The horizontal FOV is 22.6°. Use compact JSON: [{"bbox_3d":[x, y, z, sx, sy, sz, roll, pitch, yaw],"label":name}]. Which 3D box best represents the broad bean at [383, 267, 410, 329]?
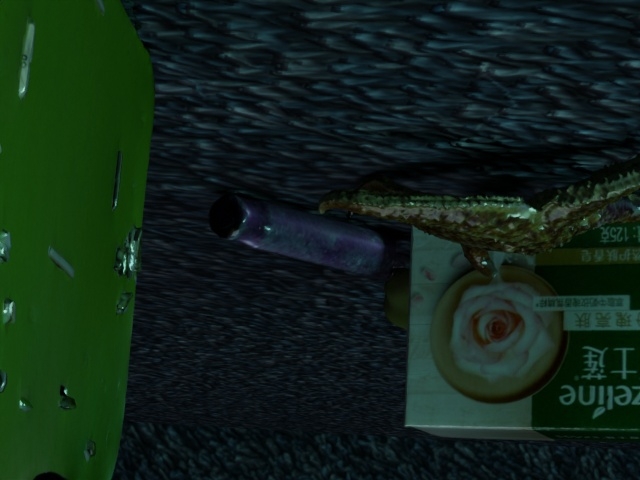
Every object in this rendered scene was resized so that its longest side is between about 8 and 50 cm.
[{"bbox_3d":[0.078,0.039,1.184,0.063,0.045,0.083,18,157,-13],"label":"broad bean"}]

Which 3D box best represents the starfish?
[{"bbox_3d":[0.112,-0.016,0.866,0.213,0.057,0.238,3,172,-43],"label":"starfish"}]

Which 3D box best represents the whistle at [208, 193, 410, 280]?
[{"bbox_3d":[0.000,0.000,1.030,0.033,0.033,0.176,-8,164,43],"label":"whistle"}]

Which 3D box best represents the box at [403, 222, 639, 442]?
[{"bbox_3d":[0.156,0.058,1.022,0.199,0.135,0.081,-3,167,22],"label":"box"}]

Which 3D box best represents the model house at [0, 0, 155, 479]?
[{"bbox_3d":[-0.159,-0.015,0.565,0.154,0.207,0.294,5,168,3],"label":"model house"}]
